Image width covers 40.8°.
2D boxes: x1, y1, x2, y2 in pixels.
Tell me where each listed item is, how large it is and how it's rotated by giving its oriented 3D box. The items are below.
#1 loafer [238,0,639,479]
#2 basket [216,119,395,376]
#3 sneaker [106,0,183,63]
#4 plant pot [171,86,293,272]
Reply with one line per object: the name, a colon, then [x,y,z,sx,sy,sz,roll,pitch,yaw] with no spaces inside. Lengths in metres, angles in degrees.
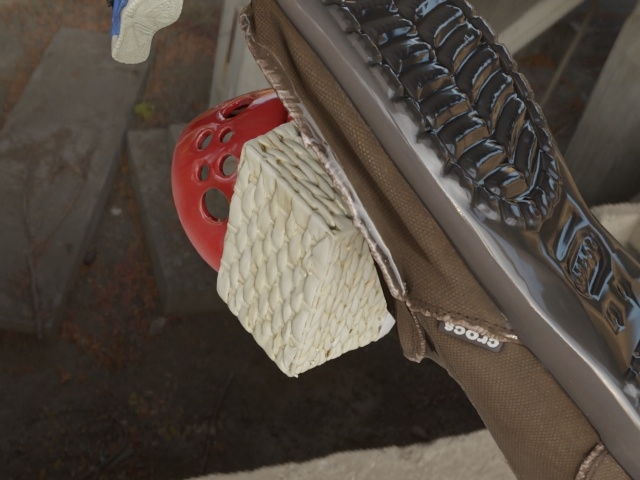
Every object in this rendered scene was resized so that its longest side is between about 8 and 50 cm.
loafer: [0.065,0.005,0.449,0.366,0.130,0.134,56,40,-1]
basket: [0.000,0.000,0.609,0.103,0.167,0.113,-23,57,-34]
sneaker: [-0.188,-0.258,0.908,0.058,0.152,0.084,1,73,-26]
plant pot: [-0.019,-0.061,0.835,0.174,0.191,0.191,-14,25,37]
